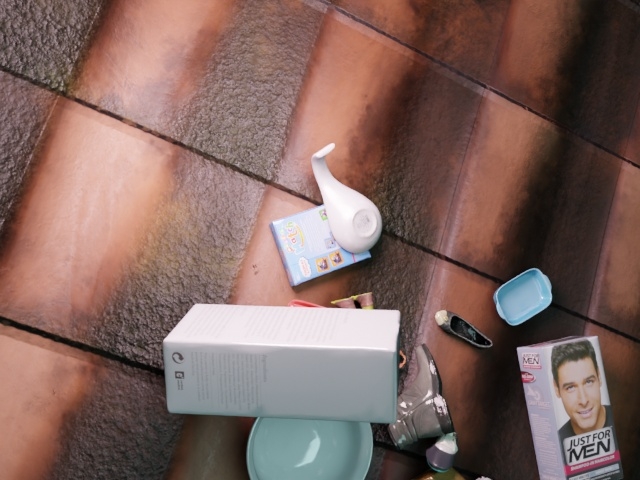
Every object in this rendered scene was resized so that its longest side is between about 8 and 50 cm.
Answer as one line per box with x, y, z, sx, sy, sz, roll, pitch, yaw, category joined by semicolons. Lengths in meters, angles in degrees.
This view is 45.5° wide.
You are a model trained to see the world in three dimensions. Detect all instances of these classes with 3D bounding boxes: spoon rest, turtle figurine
0.057;-0.098;1.822;0.137;0.084;0.276;-35;108;-23;spoon rest
0.090;0.242;1.807;0.270;0.087;0.217;-11;86;-30;turtle figurine

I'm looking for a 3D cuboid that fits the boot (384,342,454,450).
0.216;0.372;1.839;0.161;0.083;0.246;-17;52;9;boot

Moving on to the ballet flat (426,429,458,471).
0.296;0.488;1.816;0.074;0.203;0.074;0;90;17;ballet flat

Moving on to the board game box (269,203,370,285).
0.000;0.000;1.836;0.212;0.039;0.160;-19;90;-24;board game box

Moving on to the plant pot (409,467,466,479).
0.310;0.665;1.789;0.237;0.237;0.254;-22;79;-23;plant pot

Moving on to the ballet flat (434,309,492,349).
0.367;0.225;1.949;0.173;0.049;0.057;29;72;-16;ballet flat

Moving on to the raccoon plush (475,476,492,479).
0.620;0.710;1.875;0.299;0.216;0.446;-35;96;-13;raccoon plush

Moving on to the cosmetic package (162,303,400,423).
-0.067;0.243;1.560;0.453;0.230;0.161;1;104;8;cosmetic package

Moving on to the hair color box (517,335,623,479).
0.654;0.450;2.002;0.185;0.113;0.374;-8;85;-23;hair color box

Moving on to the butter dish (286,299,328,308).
-0.042;0.207;1.721;0.160;0.118;0.159;15;72;24;butter dish

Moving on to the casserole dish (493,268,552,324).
0.535;0.150;2.035;0.188;0.037;0.114;-27;94;-22;casserole dish

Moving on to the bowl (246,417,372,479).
-0.043;0.452;1.701;0.298;0.134;0.297;1;88;-25;bowl
